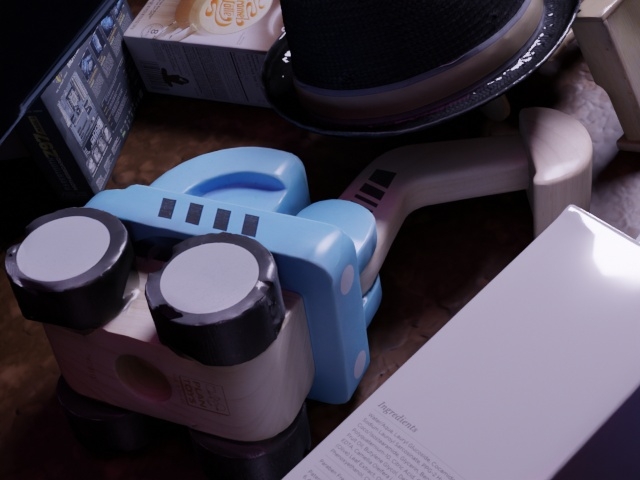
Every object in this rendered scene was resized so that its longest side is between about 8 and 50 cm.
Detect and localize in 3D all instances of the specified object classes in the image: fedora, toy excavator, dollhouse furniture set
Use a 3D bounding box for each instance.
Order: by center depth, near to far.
[{"bbox_3d":[0.000,0.000,1.036,0.433,0.222,0.445,11,46,23],"label":"toy excavator"},{"bbox_3d":[0.080,-0.247,1.064,0.334,0.152,0.334,-13,42,13],"label":"fedora"},{"bbox_3d":[0.263,-0.199,1.191,0.212,0.161,0.242,-44,30,-22],"label":"dollhouse furniture set"}]

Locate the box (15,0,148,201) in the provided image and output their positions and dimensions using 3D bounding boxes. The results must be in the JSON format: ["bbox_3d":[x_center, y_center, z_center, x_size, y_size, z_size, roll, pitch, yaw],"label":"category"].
[{"bbox_3d":[-0.277,-0.189,1.276,0.059,0.183,0.232,1,51,17],"label":"box"}]

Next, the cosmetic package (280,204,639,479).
[{"bbox_3d":[0.134,0.171,0.839,0.365,0.197,0.155,-41,52,-17],"label":"cosmetic package"}]

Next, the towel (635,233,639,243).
[{"bbox_3d":[0.367,0.023,1.019,0.152,0.023,0.113,27,64,31],"label":"towel"}]

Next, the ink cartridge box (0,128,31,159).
[{"bbox_3d":[-0.417,-0.183,1.385,0.127,0.072,0.175,-7,49,11],"label":"ink cartridge box"}]

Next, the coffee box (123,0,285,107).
[{"bbox_3d":[-0.089,-0.244,1.325,0.246,0.098,0.141,10,54,23],"label":"coffee box"}]

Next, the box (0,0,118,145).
[{"bbox_3d":[-0.473,-0.243,1.125,0.480,0.297,0.472,-49,31,8],"label":"box"}]
